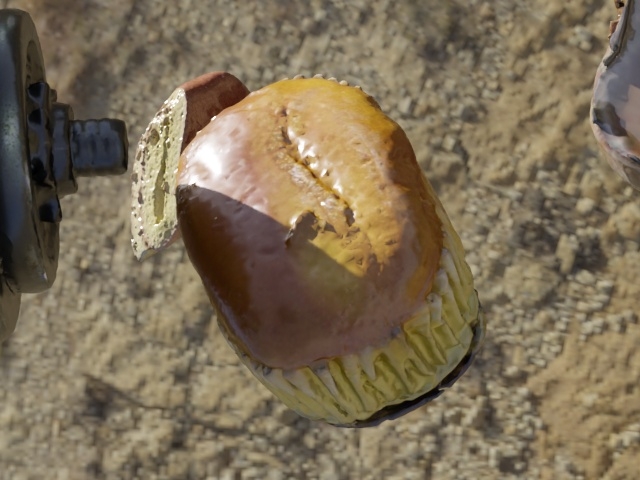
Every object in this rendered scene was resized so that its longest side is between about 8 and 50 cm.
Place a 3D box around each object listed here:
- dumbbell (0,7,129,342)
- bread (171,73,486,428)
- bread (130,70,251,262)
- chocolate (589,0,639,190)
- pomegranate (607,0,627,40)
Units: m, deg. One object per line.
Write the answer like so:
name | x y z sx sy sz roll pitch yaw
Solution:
dumbbell | -0.240 -0.036 0.683 0.289 0.192 0.192 -4 74 -4
bread | 0.000 0.000 0.724 0.132 0.114 0.190 -31 54 3
bread | -0.093 -0.074 1.123 0.067 0.192 0.119 -2 111 39
chocolate | 0.262 -0.050 0.670 0.261 0.083 0.161 17 60 20
pomegranate | 0.387 -0.207 1.224 0.270 0.229 0.252 4 80 33
